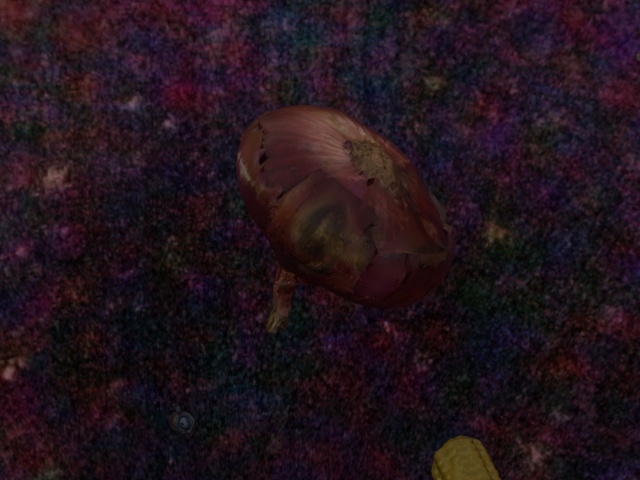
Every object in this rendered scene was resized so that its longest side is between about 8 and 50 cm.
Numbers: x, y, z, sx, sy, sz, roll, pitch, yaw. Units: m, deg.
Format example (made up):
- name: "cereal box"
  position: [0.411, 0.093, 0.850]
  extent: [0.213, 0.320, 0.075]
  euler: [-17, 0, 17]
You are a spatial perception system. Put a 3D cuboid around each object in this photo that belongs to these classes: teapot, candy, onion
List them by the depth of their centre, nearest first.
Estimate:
- name: "onion"
  position: [0.000, 0.000, 0.442]
  extent: [0.150, 0.140, 0.150]
  euler: [29, 27, -16]
- name: "candy"
  position: [0.253, 0.417, 1.134]
  extent: [0.106, 0.094, 0.199]
  euler: [-40, 31, 9]
- name: "teapot"
  position: [-0.314, 0.403, 1.592]
  extent: [0.049, 0.083, 0.064]
  euler: [7, 76, -21]

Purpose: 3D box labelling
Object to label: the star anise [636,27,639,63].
- name: "star anise"
  position: [0.344, -0.224, 0.652]
  extent: [0.195, 0.182, 0.065]
  euler: [-47, 23, -22]
